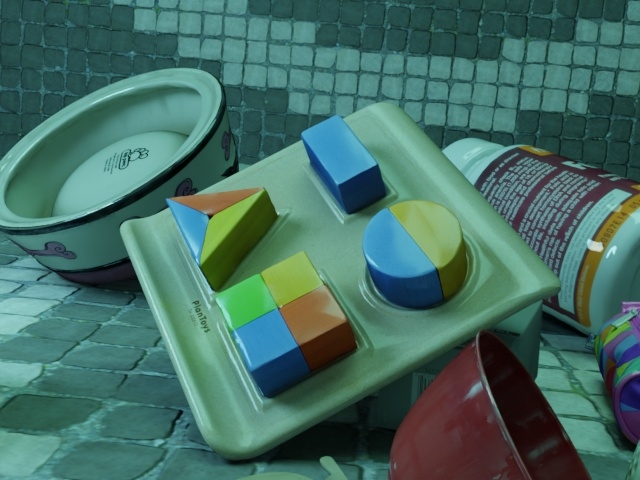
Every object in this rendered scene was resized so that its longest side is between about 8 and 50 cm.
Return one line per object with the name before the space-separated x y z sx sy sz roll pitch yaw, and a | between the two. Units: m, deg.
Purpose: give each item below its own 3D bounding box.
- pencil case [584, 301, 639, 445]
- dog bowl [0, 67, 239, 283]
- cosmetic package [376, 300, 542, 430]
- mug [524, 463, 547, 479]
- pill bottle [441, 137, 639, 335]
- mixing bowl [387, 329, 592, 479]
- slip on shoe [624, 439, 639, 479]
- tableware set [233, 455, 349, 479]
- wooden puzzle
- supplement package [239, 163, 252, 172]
pencil case | 0.347 0.139 0.853 0.105 0.104 0.236 7 11 11
dog bowl | -0.310 -0.099 1.264 0.408 0.150 0.408 -16 36 12
cosmetic package | 0.153 0.123 0.838 0.127 0.107 0.238 6 13 20
mug | 0.134 0.192 0.599 0.064 0.078 0.062 19 -18 25
pill bottle | 0.342 -0.016 1.205 0.224 0.223 0.392 -2 22 -36
mixing bowl | 0.107 0.159 0.506 0.098 0.181 0.181 -33 0 16
slip on shoe | 0.327 0.167 0.613 0.331 0.123 0.101 8 13 -44
tableware set | -0.026 0.198 0.507 0.128 0.039 0.194 -10 7 -13
wooden puzzle | 0.000 0.000 0.776 0.348 0.080 0.322 -25 48 -10
supplement package | -0.182 -0.051 1.457 0.293 0.175 0.178 13 12 41
